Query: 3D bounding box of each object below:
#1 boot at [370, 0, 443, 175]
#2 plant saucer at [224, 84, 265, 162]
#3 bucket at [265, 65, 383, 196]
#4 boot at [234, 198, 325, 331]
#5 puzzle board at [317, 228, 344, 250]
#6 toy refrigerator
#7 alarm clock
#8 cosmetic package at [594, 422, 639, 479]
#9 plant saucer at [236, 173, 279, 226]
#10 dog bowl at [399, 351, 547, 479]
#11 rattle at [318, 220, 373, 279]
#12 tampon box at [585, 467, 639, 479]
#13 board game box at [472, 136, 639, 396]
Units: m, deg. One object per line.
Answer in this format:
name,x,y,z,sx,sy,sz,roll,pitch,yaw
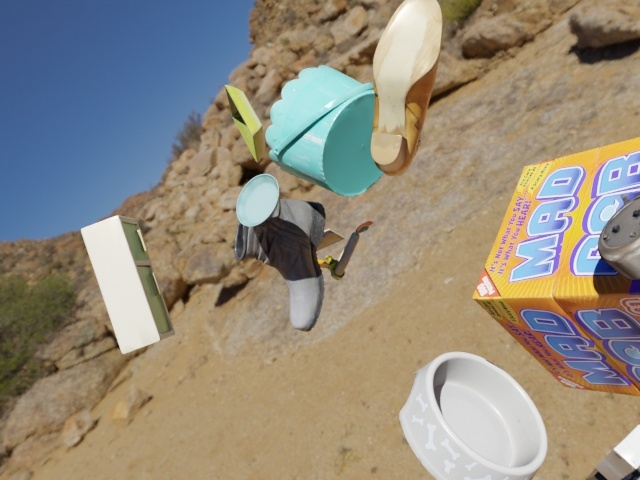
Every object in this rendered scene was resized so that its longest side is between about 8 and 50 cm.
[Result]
boot,0.152,-0.263,1.006,0.211,0.104,0.296,-21,-55,-75
plant saucer,-0.219,-0.356,1.691,0.045,0.189,0.188,-26,-15,-10
bucket,0.035,-0.245,1.279,0.281,0.281,0.183,-44,49,-16
boot,-0.109,0.051,1.357,0.222,0.339,0.118,7,-12,-36
puzzle board,0.000,0.000,1.777,0.128,0.011,0.096,-25,-29,25
toy refrigerator,-0.397,0.089,1.175,0.094,0.270,0.102,-21,-4,2
alarm clock,0.452,-0.002,0.775,0.129,0.064,0.192,-49,10,37
cosmetic package,0.718,0.500,1.306,0.099,0.060,0.239,-41,-32,-10
plant saucer,-0.128,-0.083,1.187,0.119,0.021,0.120,-16,62,32
dog bowl,0.352,0.403,1.262,0.102,0.348,0.349,-61,-3,35
rattle,0.050,0.006,1.667,0.200,0.142,0.130,-67,-17,11
tampon box,0.834,0.675,1.525,0.101,0.161,0.120,-42,-27,-10
board game box,0.594,0.061,1.094,0.356,0.356,0.357,-11,44,55
